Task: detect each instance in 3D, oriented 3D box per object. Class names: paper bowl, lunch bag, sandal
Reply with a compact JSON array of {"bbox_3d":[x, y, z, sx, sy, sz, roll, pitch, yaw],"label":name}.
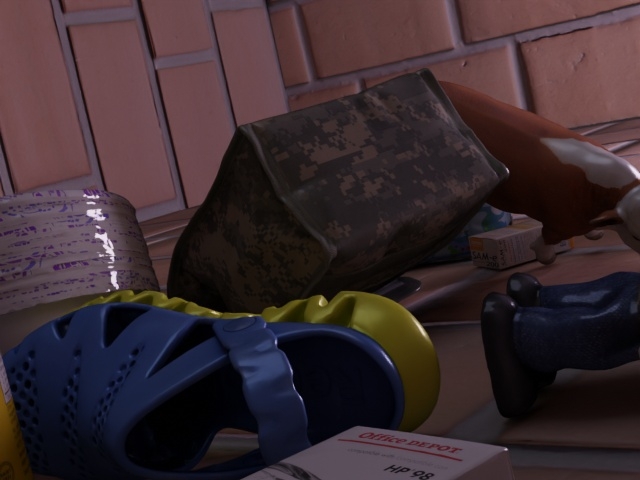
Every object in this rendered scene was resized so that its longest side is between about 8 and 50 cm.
[{"bbox_3d":[-0.267,0.074,0.871,0.284,0.148,0.284,-19,-10,-4],"label":"paper bowl"},{"bbox_3d":[0.131,-0.024,1.364,0.219,0.090,0.176,-11,8,12],"label":"lunch bag"},{"bbox_3d":[0.000,0.000,1.040,0.235,0.169,0.287,-22,-20,-36],"label":"lunch bag"},{"bbox_3d":[-0.093,0.100,0.673,0.317,0.126,0.138,-11,11,25],"label":"sandal"}]

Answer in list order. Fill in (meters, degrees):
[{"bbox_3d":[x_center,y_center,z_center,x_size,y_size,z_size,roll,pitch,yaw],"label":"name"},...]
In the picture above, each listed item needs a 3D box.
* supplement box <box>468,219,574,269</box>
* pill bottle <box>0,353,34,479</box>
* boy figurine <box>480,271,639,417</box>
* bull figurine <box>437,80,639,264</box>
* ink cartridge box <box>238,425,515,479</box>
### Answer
[{"bbox_3d":[0.225,0.002,1.210,0.098,0.036,0.062,-15,8,-19],"label":"supplement box"},{"bbox_3d":[-0.235,0.090,0.608,0.118,0.208,0.117,-12,7,1],"label":"pill bottle"},{"bbox_3d":[0.247,0.043,0.642,0.285,0.092,0.177,-8,8,26],"label":"boy figurine"},{"bbox_3d":[0.217,-0.058,1.084,0.101,0.310,0.188,-51,-18,-20],"label":"bull figurine"},{"bbox_3d":[0.014,0.130,0.469,0.180,0.060,0.104,-18,8,-37],"label":"ink cartridge box"}]
